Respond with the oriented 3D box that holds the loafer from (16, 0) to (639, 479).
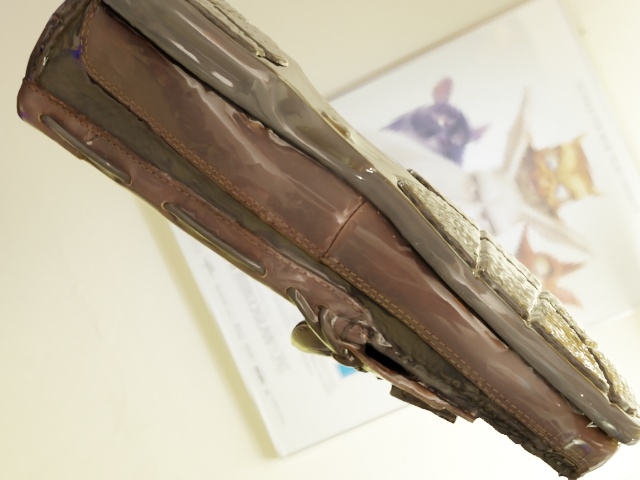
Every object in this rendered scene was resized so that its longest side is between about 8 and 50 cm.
[{"bbox_3d":[0.000,0.000,0.508,0.302,0.095,0.109,43,13,4],"label":"loafer"}]
